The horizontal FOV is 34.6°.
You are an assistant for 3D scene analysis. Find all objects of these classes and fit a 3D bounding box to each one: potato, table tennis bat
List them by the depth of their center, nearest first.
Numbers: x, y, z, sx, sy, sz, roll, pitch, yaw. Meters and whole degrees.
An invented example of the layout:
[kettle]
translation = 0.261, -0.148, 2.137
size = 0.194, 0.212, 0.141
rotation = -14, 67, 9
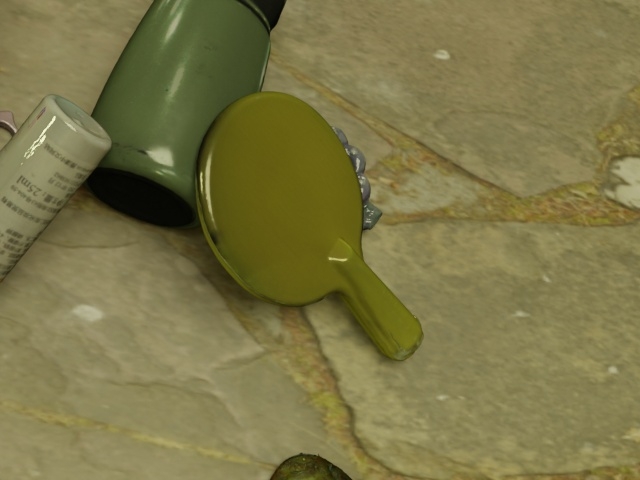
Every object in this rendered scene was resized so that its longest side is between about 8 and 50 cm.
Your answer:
[potato]
translation = 0.017, 0.320, 1.095
size = 0.119, 0.054, 0.198
rotation = -12, 77, -26
[table tennis bat]
translation = 0.000, 0.000, 1.119
size = 0.369, 0.054, 0.224
rotation = 49, 53, -28

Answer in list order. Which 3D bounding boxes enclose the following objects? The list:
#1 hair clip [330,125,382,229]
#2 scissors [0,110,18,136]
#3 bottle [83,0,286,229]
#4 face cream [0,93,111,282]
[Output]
[hair clip]
translation = -0.010, -0.081, 1.227
size = 0.195, 0.052, 0.124
rotation = 35, 69, 1
[scissors]
translation = -0.388, -0.056, 1.084
size = 0.110, 0.021, 0.212
rotation = 19, 67, -17
[bottle]
translation = -0.138, -0.192, 1.141
size = 0.168, 0.168, 0.347
rotation = 24, 66, -12
[face cream]
translation = -0.316, -0.018, 1.002
size = 0.082, 0.082, 0.269
rotation = 42, 99, -3
